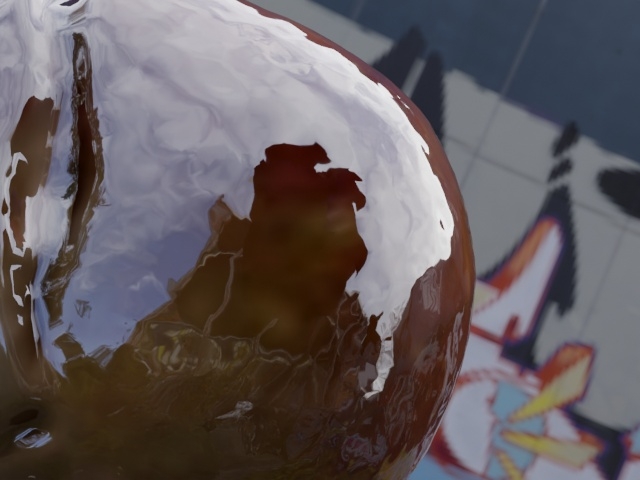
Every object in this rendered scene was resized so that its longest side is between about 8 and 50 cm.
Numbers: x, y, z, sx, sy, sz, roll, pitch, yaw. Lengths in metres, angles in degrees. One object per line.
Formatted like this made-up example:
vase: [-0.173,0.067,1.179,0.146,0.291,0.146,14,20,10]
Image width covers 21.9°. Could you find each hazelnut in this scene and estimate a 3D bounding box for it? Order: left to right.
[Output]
hazelnut: [-0.104,0.031,0.801,0.372,0.315,0.372,1,21,0]
